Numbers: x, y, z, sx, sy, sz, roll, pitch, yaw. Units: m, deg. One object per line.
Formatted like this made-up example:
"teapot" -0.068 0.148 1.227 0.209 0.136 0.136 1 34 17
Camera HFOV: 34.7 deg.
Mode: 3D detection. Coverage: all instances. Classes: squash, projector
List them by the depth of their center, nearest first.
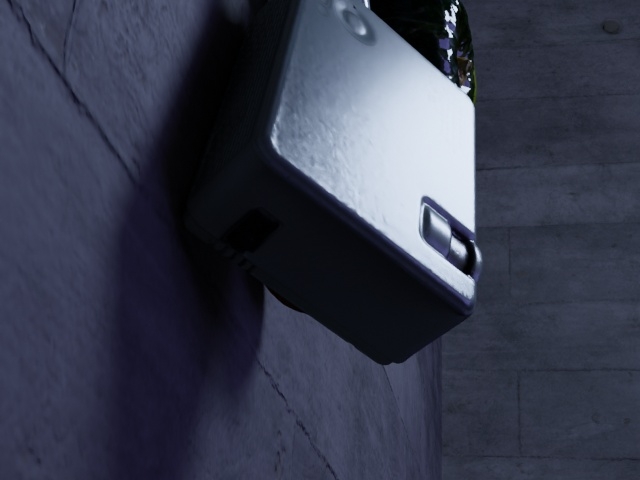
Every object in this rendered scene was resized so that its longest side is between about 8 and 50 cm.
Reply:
"projector" 0.018 -0.057 0.727 0.192 0.099 0.257 35 36 -21
"squash" 0.115 -0.216 1.324 0.252 0.165 0.252 1 90 -80

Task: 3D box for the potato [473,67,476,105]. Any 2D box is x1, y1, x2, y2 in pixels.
"potato" 0.171 -0.222 1.667 0.186 0.148 0.253 -111 -151 -69

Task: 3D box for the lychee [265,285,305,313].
"lychee" 0.005 0.004 0.835 0.101 0.114 0.140 36 11 -24

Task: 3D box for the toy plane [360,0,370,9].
"toy plane" 0.006 -0.201 0.884 0.251 0.101 0.255 -62 156 -86
